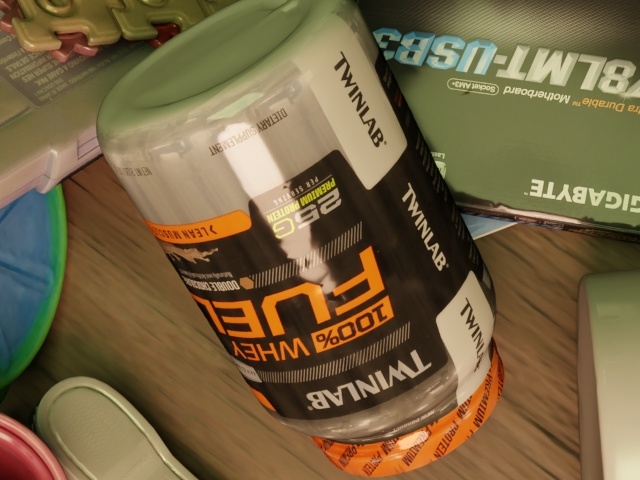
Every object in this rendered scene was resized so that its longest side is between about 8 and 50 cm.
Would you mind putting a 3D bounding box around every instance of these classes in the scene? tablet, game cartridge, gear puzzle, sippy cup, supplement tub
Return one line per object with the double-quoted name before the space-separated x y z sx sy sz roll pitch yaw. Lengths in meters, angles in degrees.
"tablet" 0.153 -0.037 1.052 0.083 0.006 0.054 -21 83 5
"game cartridge" -0.211 -0.175 0.975 0.230 0.068 0.355 44 47 6
"gear puzzle" -0.121 -0.222 0.996 0.339 0.044 0.175 -14 63 -36
"sippy cup" -0.364 0.004 1.014 0.224 0.240 0.306 3 69 18
"supplement tub" 0.000 0.000 0.911 0.207 0.207 0.338 -28 116 4

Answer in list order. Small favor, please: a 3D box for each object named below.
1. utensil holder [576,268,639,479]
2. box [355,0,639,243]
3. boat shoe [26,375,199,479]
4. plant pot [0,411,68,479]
"utensil holder" 0.382 0.161 0.850 0.385 0.327 0.328 -2 85 9
"box" 0.166 -0.163 1.026 0.295 0.073 0.293 11 85 10
"boat shoe" -0.135 0.248 1.023 0.114 0.091 0.302 -29 78 -36
"plant pot" -0.293 0.237 0.964 0.201 0.180 0.201 3 74 -11
